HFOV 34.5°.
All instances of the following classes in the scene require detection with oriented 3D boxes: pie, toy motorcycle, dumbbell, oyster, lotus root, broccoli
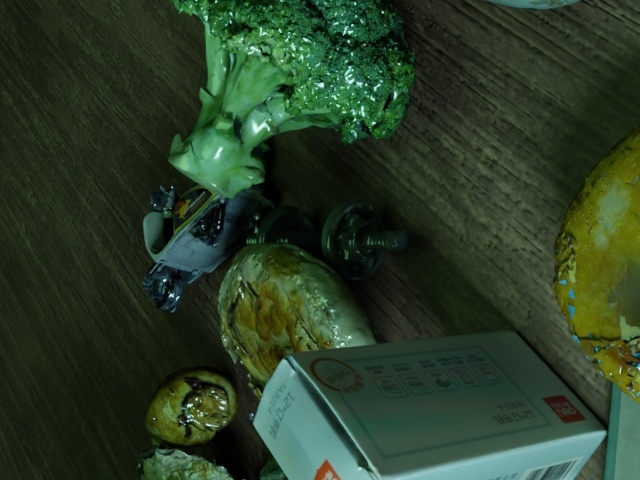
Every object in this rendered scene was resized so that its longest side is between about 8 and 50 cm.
[{"bbox_3d":[0.277,0.019,0.708,0.273,0.069,0.273,-9,79,54],"label":"pie"},{"bbox_3d":[-0.148,-0.025,1.253,0.263,0.091,0.157,-41,51,40],"label":"toy motorcycle"},{"bbox_3d":[0.000,0.000,1.072,0.254,0.082,0.081,0,90,52],"label":"dumbbell"},{"bbox_3d":[-0.020,0.118,1.056,0.274,0.055,0.274,37,140,39],"label":"pie"},{"bbox_3d":[-0.143,0.302,1.205,0.163,0.081,0.191,46,135,-7],"label":"oyster"},{"bbox_3d":[-0.171,0.213,1.263,0.191,0.108,0.094,-37,65,55],"label":"lotus root"},{"bbox_3d":[-0.044,-0.166,0.984,0.270,0.270,0.270,-53,46,3],"label":"broccoli"}]

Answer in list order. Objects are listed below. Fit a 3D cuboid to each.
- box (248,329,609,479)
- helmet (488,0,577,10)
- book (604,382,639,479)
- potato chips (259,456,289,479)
[{"bbox_3d":[0.088,0.146,0.811,0.135,0.269,0.079,49,126,37],"label":"box"},{"bbox_3d":[0.191,-0.260,0.827,0.153,0.107,0.176,-24,52,51],"label":"helmet"},{"bbox_3d":[0.298,0.145,0.746,0.215,0.025,0.282,9,96,52],"label":"book"},{"bbox_3d":[-0.030,0.273,1.111,0.207,0.028,0.091,-47,57,59],"label":"potato chips"}]
